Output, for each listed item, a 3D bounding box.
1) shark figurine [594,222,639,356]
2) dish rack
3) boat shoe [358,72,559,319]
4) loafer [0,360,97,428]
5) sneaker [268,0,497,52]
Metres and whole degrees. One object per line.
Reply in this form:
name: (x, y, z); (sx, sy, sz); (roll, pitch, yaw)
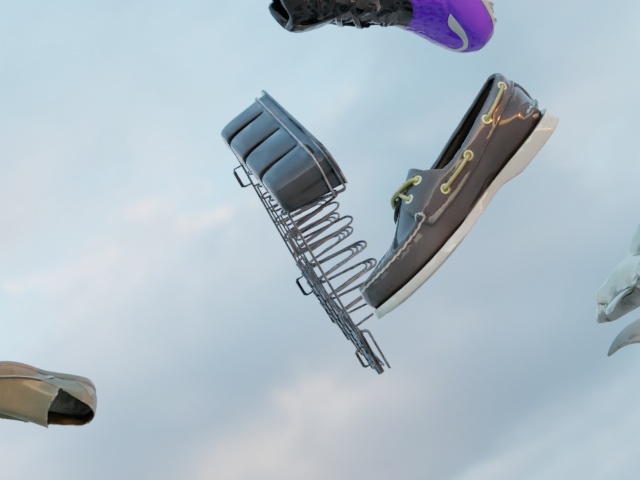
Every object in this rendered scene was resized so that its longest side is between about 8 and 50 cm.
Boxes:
shark figurine: (0.419, 0.067, 1.737); (0.166, 0.116, 0.278); (-64, 3, 9)
dish rack: (0.000, 0.000, 1.425); (0.074, 0.208, 0.271); (-31, -60, -5)
boat shoe: (0.098, -0.037, 1.154); (0.227, 0.069, 0.081); (-49, 4, -17)
loafer: (-0.286, 0.156, 1.434); (0.148, 0.050, 0.056); (5, -70, -33)
sneaker: (0.024, -0.245, 1.391); (0.146, 0.293, 0.102); (-58, 3, -25)
